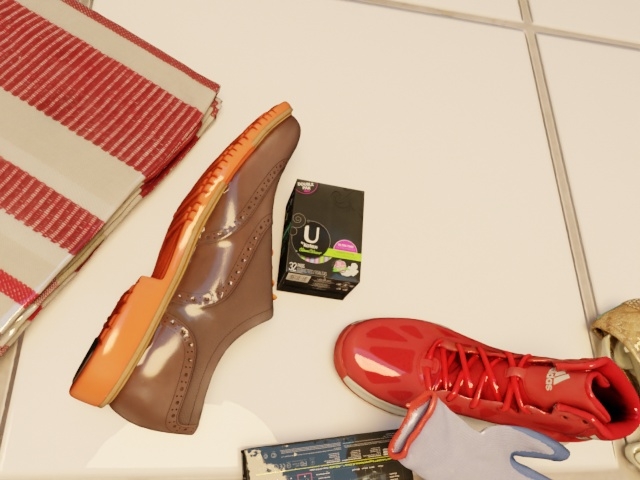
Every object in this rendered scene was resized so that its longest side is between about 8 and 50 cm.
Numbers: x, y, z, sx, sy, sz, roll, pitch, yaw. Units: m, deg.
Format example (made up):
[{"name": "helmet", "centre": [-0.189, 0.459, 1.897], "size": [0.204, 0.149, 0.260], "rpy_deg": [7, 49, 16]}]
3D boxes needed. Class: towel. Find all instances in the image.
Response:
[{"name": "towel", "centre": [-0.263, -0.068, 0.415], "size": [0.237, 0.037, 0.329], "rpy_deg": [31, 62, 3]}]

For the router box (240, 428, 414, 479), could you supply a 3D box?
[{"name": "router box", "centre": [0.008, 0.188, 0.368], "size": [0.122, 0.038, 0.092], "rpy_deg": [-2, 68, -14]}]

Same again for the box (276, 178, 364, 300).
[{"name": "box", "centre": [0.000, 0.000, 0.437], "size": [0.062, 0.052, 0.084], "rpy_deg": [10, 65, -10]}]

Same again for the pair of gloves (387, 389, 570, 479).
[{"name": "pair of gloves", "centre": [0.079, 0.199, 0.337], "size": [0.159, 0.023, 0.198], "rpy_deg": [35, 88, -15]}]

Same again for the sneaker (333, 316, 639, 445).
[{"name": "sneaker", "centre": [0.127, 0.094, 0.386], "size": [0.221, 0.128, 0.087], "rpy_deg": [13, 65, -8]}]

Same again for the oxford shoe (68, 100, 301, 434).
[{"name": "oxford shoe", "centre": [-0.073, 0.012, 0.405], "size": [0.098, 0.097, 0.272], "rpy_deg": [34, 70, -17]}]

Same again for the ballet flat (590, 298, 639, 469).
[{"name": "ballet flat", "centre": [0.286, 0.154, 0.444], "size": [0.067, 0.073, 0.206], "rpy_deg": [-14, 66, 10]}]
